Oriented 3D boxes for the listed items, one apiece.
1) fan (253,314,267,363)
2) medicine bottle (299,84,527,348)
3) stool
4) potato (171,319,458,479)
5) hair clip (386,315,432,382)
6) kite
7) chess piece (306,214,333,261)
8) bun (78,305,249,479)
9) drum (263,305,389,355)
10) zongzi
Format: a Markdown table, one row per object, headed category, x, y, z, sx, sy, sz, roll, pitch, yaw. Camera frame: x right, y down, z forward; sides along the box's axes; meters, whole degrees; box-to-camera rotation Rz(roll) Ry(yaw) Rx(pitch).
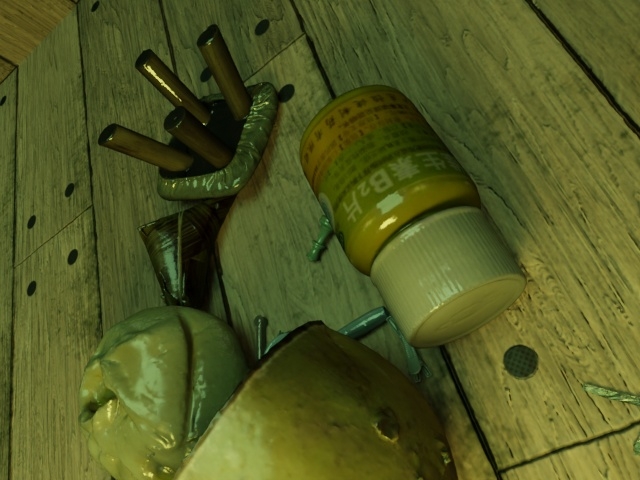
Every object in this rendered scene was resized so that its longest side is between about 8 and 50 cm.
| category | x | y | z | sx | sy | sz | roll | pitch | yaw |
| --- | --- | --- | --- | --- | --- | --- | --- | --- | --- |
| fan | -0.116 | 0.282 | 0.958 | 0.057 | 0.023 | 0.282 | -22 | 61 | 36 |
| medicine bottle | 0.129 | -0.044 | 0.790 | 0.224 | 0.224 | 0.385 | -37 | 57 | 17 |
| stool | -0.291 | -0.269 | 1.135 | 0.310 | 0.226 | 0.311 | -2 | 64 | 35 |
| potato | -0.002 | 0.369 | 0.658 | 0.319 | 0.385 | 0.442 | 34 | 94 | 19 |
| hair clip | 0.140 | 0.168 | 0.813 | 0.030 | 0.039 | 0.115 | -27 | 60 | 8 |
| kite | 0.417 | 0.205 | 0.638 | 0.152 | 0.005 | 0.137 | 21 | 83 | 37 |
| chess piece | 0.000 | 0.000 | 0.974 | 0.042 | 0.042 | 0.093 | 32 | 97 | 37 |
| bun | -0.309 | 0.294 | 0.948 | 0.365 | 0.219 | 0.366 | -5 | 80 | 29 |
| drum | 0.009 | 0.204 | 0.886 | 0.253 | 0.049 | 0.130 | -18 | 63 | 24 |
| zongzi | -0.253 | 0.029 | 1.109 | 0.240 | 0.111 | 0.248 | -25 | 70 | 0 |
